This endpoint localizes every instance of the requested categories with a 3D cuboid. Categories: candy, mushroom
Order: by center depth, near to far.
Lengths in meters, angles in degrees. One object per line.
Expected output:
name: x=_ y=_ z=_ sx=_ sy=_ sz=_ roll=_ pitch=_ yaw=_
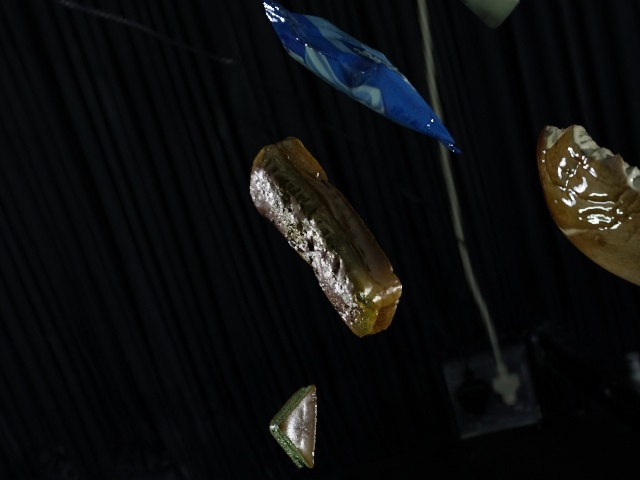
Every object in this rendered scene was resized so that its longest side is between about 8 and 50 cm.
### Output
mushroom: x=0.314 y=-0.102 z=0.934 sx=0.208 sy=0.301 sz=0.233 roll=3 pitch=-173 yaw=-9
candy: x=0.058 y=-0.226 z=1.374 sx=0.077 sy=0.331 sz=0.187 roll=-53 pitch=-131 yaw=12

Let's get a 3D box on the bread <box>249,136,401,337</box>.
bread: x=0.001 y=-0.001 z=1.287 sx=0.077 sy=0.271 sz=0.139 roll=-27 pitch=159 yaw=-21

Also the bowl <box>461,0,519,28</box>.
bowl: x=0.218 y=-0.390 z=1.221 sx=0.126 sy=0.237 sz=0.237 roll=27 pitch=-158 yaw=-2

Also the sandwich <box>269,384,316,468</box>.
sandwich: x=-0.028 y=0.185 z=0.999 sx=0.044 sy=0.083 sz=0.031 roll=8 pitch=168 yaw=-31
